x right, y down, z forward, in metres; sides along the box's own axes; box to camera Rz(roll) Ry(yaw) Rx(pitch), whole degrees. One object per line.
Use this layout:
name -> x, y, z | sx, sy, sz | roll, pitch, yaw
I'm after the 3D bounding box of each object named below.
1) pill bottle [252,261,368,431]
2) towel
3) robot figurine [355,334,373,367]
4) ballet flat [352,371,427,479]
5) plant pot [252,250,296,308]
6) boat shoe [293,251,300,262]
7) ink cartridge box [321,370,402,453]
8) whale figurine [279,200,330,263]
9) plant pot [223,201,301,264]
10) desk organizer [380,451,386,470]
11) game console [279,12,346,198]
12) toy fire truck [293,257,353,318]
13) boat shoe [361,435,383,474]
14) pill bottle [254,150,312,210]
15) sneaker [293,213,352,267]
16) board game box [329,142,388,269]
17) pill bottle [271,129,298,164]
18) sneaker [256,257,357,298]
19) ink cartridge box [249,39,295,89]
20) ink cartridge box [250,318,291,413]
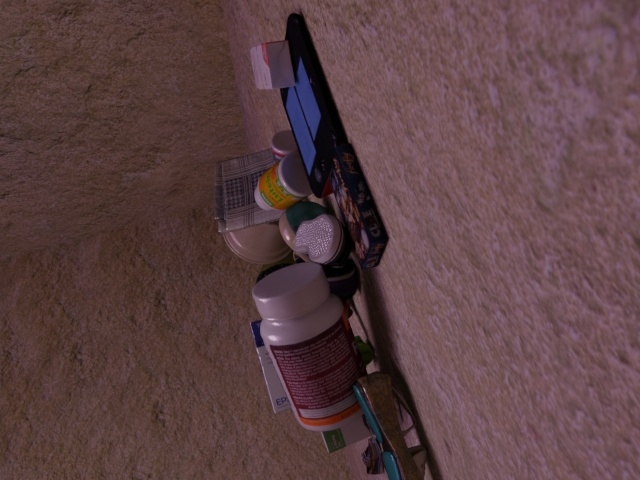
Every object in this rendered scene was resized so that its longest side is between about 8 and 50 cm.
pill bottle -> -0.021, 0.270, 1.476 | 0.224, 0.224, 0.392 | -131, 21, -70
towel -> -0.252, -0.195, 2.117 | 0.056, 0.324, 0.312 | 41, -142, -63
robot figurine -> 0.117, 0.332, 1.682 | 0.115, 0.067, 0.101 | 166, 91, -82
ballet flat -> 0.189, 0.482, 1.365 | 0.123, 0.123, 0.348 | 102, 147, -71
plant pot -> -0.153, 0.154, 2.529 | 0.293, 0.275, 0.274 | -91, -6, -52
boat shoe -> -0.052, 0.067, 2.181 | 0.109, 0.091, 0.305 | 89, 163, -58
ink cartridge box -> 0.095, 0.467, 1.575 | 0.160, 0.219, 0.092 | -130, 22, -70
whale figurine -> 0.000, 0.000, 1.699 | 0.272, 0.141, 0.216 | 53, -163, 6
plant pot -> -0.217, -0.108, 2.309 | 0.305, 0.334, 0.333 | 126, 129, -65
desk organizer -> 0.222, 0.682, 1.715 | 0.130, 0.047, 0.050 | -120, 19, -56
game console -> -0.031, -0.329, 1.483 | 0.342, 0.060, 0.386 | 103, 149, -72
toy fire truck -> 0.011, 0.192, 1.729 | 0.217, 0.158, 0.246 | 39, 176, -39
boat shoe -> 0.184, 0.779, 2.044 | 0.066, 0.066, 0.183 | -122, 19, -60
pill bottle -> -0.112, -0.170, 1.753 | 0.246, 0.136, 0.136 | -25, 80, 59
sneaker -> 0.030, 0.005, 1.458 | 0.321, 0.127, 0.126 | -163, 92, -75
board game box -> 0.081, -0.073, 1.291 | 0.165, 0.042, 0.243 | 95, 157, -67
pill bottle -> -0.099, -0.258, 1.856 | 0.180, 0.108, 0.108 | 85, 166, -50
sneaker -> -0.037, 0.136, 1.606 | 0.107, 0.283, 0.124 | -85, -13, -55
ink cartridge box -> -0.132, -0.464, 1.519 | 0.198, 0.067, 0.115 | -143, 42, -66
ink cartridge box -> -0.054, 0.405, 2.032 | 0.071, 0.324, 0.330 | 135, 119, -79
